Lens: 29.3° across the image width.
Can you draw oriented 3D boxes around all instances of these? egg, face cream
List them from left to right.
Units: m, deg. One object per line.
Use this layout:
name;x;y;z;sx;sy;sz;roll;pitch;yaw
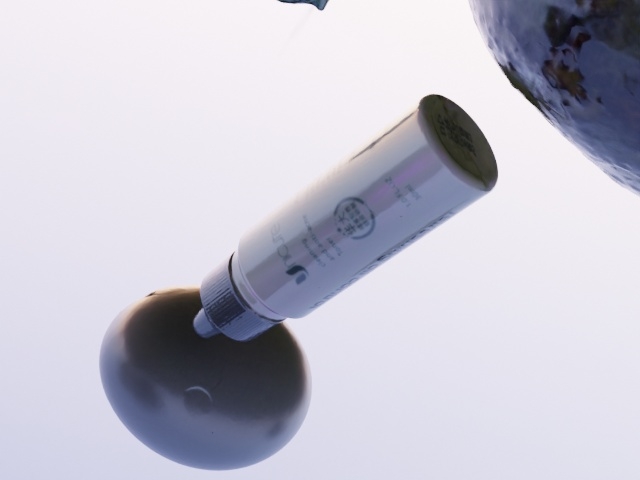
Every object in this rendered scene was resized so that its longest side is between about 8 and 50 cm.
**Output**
egg;-0.113;0.130;1.182;0.232;0.176;0.176;26;-155;-41
face cream;0.000;0.000;0.998;0.092;0.311;0.092;34;-142;-31

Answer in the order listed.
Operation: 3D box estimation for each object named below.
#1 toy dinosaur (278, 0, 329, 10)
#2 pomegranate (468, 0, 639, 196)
toy dinosaur;-0.123;-0.320;0.884;0.383;0.129;0.076;36;-168;-9
pomegranate;0.245;-0.176;0.621;0.285;0.340;0.285;43;-167;-13
